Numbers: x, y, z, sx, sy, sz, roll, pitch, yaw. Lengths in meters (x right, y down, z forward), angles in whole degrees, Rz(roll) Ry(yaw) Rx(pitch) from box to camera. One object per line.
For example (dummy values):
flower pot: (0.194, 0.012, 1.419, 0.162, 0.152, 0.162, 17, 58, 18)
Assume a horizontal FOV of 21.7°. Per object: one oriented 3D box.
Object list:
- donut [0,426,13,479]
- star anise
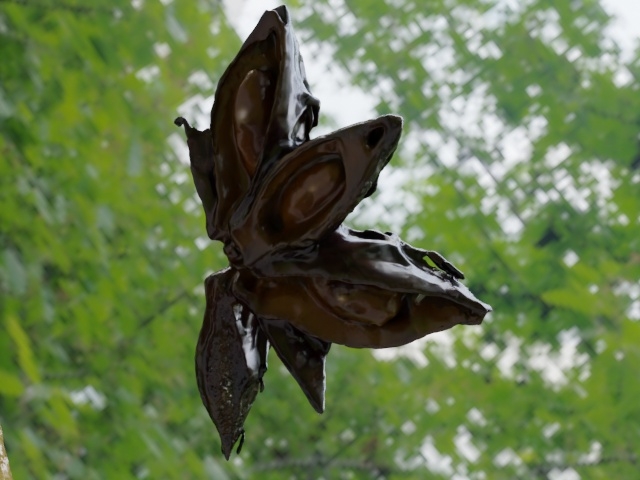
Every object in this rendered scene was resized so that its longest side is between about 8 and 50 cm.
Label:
donut: (-0.186, 0.095, 0.665, 0.226, 0.113, 0.227, 165, -90, -84)
star anise: (-0.002, 0.000, 0.742, 0.157, 0.053, 0.212, 0, -84, 40)
